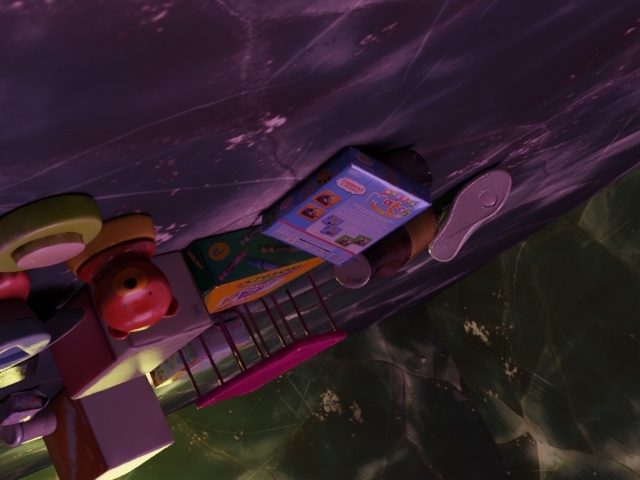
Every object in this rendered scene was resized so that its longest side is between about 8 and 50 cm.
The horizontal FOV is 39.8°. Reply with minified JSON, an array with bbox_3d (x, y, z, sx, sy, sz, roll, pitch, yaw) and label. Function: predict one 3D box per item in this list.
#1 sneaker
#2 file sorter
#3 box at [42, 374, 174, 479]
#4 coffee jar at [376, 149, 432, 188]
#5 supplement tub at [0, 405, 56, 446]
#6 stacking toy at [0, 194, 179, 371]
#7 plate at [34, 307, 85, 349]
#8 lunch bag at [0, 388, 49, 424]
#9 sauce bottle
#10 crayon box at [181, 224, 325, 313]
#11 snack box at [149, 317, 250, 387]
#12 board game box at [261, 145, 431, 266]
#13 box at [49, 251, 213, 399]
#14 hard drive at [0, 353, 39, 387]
[{"bbox_3d":[0.329,-0.085,1.957,0.256,0.094,0.151,-53,-174,31],"label":"sneaker"},{"bbox_3d":[-0.139,0.201,1.889,0.291,0.182,0.202,-33,166,26],"label":"file sorter"},{"bbox_3d":[-0.511,0.441,2.058,0.168,0.215,0.345,-17,165,-37],"label":"box"},{"bbox_3d":[0.094,-0.071,1.431,0.096,0.079,0.184,-14,163,-34],"label":"coffee jar"},{"bbox_3d":[-0.656,0.415,1.980,0.071,0.071,0.107,-33,168,32],"label":"supplement tub"},{"bbox_3d":[-0.329,0.077,1.018,0.309,0.130,0.279,-26,169,-2],"label":"stacking toy"},{"bbox_3d":[-0.417,0.135,1.226,0.188,0.024,0.188,-22,-165,6],"label":"plate"},{"bbox_3d":[-0.603,0.337,1.793,0.083,0.053,0.071,1,149,-48],"label":"lunch bag"},{"bbox_3d":[0.120,0.002,1.602,0.111,0.111,0.344,-32,179,27],"label":"sauce bottle"},{"bbox_3d":[-0.125,0.045,1.461,0.278,0.081,0.165,-15,164,-45],"label":"crayon box"},{"bbox_3d":[-0.298,0.274,2.156,0.174,0.070,0.207,-14,165,-46],"label":"snack box"},{"bbox_3d":[0.037,-0.045,1.334,0.160,0.039,0.211,24,139,-32],"label":"board game box"},{"bbox_3d":[-0.298,0.131,1.346,0.149,0.126,0.232,-15,164,-44],"label":"box"},{"bbox_3d":[-0.531,0.222,1.504,0.094,0.022,0.135,-21,168,-26],"label":"hard drive"}]
